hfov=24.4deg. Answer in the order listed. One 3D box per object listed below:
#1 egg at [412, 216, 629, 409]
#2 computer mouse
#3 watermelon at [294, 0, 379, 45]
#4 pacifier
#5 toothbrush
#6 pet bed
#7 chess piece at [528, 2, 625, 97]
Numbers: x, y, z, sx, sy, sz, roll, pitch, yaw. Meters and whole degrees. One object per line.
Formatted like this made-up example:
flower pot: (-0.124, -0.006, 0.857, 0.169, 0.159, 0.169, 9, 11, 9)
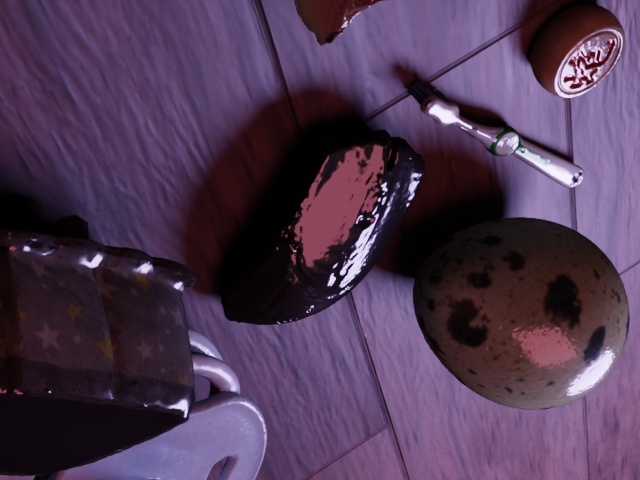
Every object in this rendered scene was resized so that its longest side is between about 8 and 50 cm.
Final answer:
egg: (0.181, 0.063, 1.360, 0.228, 0.177, 0.177, 23, 116, -39)
computer mouse: (0.000, 0.000, 1.198, 0.122, 0.073, 0.217, 4, 128, -46)
watermelon: (0.026, -0.201, 0.982, 0.101, 0.080, 0.155, 6, 144, -36)
pacifier: (-0.131, 0.228, 1.208, 0.299, 0.233, 0.244, 5, 126, -49)
toothbrush: (0.163, -0.084, 1.291, 0.030, 0.030, 0.304, -48, 147, 16)
pet bed: (-0.206, 0.060, 1.015, 0.183, 0.159, 0.211, -25, 155, 32)
chess piece: (0.215, -0.159, 1.240, 0.083, 0.038, 0.084, -24, 147, -17)
